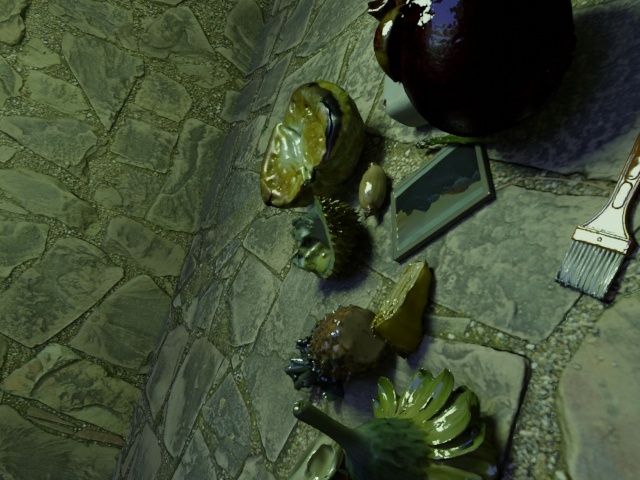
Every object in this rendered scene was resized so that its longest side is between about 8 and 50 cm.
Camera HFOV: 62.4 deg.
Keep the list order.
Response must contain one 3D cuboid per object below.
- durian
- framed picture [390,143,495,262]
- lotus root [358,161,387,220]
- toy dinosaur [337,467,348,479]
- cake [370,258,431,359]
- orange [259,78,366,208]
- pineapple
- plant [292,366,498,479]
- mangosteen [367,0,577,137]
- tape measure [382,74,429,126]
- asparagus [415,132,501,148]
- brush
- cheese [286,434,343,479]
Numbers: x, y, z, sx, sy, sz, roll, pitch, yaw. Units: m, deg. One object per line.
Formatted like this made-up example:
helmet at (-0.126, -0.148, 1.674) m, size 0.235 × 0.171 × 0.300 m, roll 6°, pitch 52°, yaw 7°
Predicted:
durian at (0.000, 0.000, 1.286) m, size 0.306 × 0.166 × 0.172 m, roll -18°, pitch 52°, yaw 70°
framed picture at (0.234, -0.093, 1.074) m, size 0.265 × 0.018 × 0.192 m, roll -42°, pitch 35°, yaw 43°
lotus root at (0.125, -0.118, 1.248) m, size 0.073 × 0.062 × 0.151 m, roll -37°, pitch 39°, yaw 59°
toy dinosaur at (0.033, 0.508, 0.967) m, size 0.212 × 0.057 × 0.143 m, roll 3°, pitch 85°, yaw 64°
cake at (0.177, 0.131, 0.993) m, size 0.079 × 0.116 × 0.185 m, roll -27°, pitch 16°, yaw 48°
orange at (-0.010, -0.247, 1.427) m, size 0.369 × 0.210 × 0.271 m, roll -50°, pitch 54°, yaw 35°
pineapple at (0.018, 0.248, 1.114) m, size 0.310 × 0.141 × 0.170 m, roll -44°, pitch 59°, yaw 53°
plant at (0.122, 0.323, 0.779) m, size 0.261 × 0.297 × 0.306 m, roll 9°, pitch 59°, yaw 30°
mangosteen at (0.237, -0.336, 0.883) m, size 0.346 × 0.306 × 0.307 m, roll 27°, pitch 96°, yaw 28°
tape measure at (0.247, -0.394, 1.150) m, size 0.258 × 0.130 × 0.265 m, roll -24°, pitch 50°, yaw 53°
asparagus at (0.265, -0.199, 1.053) m, size 0.248 × 0.025 × 0.025 m, roll 15°, pitch 125°, yaw 64°
brush at (0.415, -0.074, 0.713) m, size 0.090 × 0.017 × 0.315 m, roll 31°, pitch 98°, yaw 61°
cheese at (-0.024, 0.466, 1.064) m, size 0.137 × 0.064 × 0.227 m, roll -45°, pitch -10°, yaw -34°
